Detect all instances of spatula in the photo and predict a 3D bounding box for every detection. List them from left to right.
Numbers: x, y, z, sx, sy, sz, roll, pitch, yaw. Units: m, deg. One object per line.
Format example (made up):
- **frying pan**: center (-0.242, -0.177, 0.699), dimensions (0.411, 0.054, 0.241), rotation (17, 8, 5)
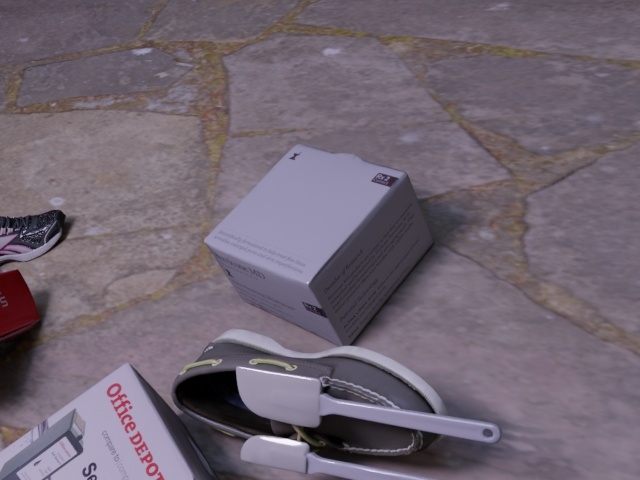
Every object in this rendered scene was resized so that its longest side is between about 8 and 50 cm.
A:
- **spatula**: center (0.034, 0.205, 0.746), dimensions (0.242, 0.168, 0.019), rotation (6, 11, 22)

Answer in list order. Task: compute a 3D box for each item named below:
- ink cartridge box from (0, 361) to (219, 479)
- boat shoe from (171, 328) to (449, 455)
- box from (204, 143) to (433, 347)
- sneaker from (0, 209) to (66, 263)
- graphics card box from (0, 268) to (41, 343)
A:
- **ink cartridge box**: center (-0.241, 0.279, 0.830), dimensions (0.273, 0.114, 0.198), rotation (-36, 41, -10)
- **boat shoe**: center (-0.020, 0.159, 0.828), dimensions (0.305, 0.109, 0.091), rotation (6, 28, 41)
- **box**: center (0.000, 0.000, 0.989), dimensions (0.181, 0.119, 0.182), rotation (20, 59, 42)
- **sneaker**: center (-0.476, -0.008, 1.292), dimensions (0.178, 0.077, 0.072), rotation (-23, 41, 4)
- **graphics card box**: center (-0.588, 0.141, 1.100), dimensions (0.371, 0.094, 0.233), rotation (-18, 4, 13)
